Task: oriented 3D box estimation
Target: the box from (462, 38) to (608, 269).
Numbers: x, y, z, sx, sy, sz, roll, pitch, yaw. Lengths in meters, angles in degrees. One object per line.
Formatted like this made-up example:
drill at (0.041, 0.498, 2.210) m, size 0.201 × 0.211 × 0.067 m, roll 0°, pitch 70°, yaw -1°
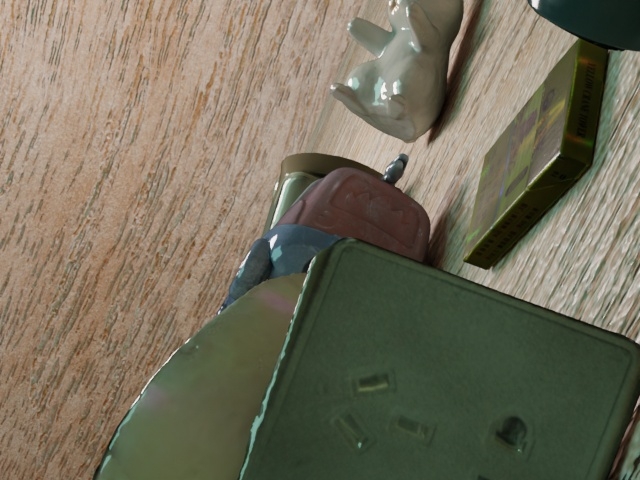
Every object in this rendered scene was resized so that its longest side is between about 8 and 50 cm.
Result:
box at (0.179, -0.068, 1.003) m, size 0.193 × 0.030 × 0.121 m, roll 121°, pitch 167°, yaw -59°

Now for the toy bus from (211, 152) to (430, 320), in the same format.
toy bus at (0.013, 0.045, 1.333) m, size 0.231 × 0.197 × 0.294 m, roll -63°, pitch 2°, yaw -33°

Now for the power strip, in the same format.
power strip at (0.069, 0.122, 0.720) m, size 0.198 × 0.213 × 0.064 m, roll -69°, pitch -20°, yaw -2°

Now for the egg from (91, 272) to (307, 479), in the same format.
egg at (0.002, 0.199, 0.861) m, size 0.337 × 0.201 × 0.337 m, roll -43°, pitch -33°, yaw -36°

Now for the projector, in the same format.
projector at (0.000, 0.000, 1.613) m, size 0.177 × 0.163 × 0.242 m, roll -108°, pitch 34°, yaw -77°

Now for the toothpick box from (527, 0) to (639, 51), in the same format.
toothpick box at (0.216, -0.225, 0.809) m, size 0.120 × 0.120 × 0.184 m, roll -85°, pitch 14°, yaw -64°

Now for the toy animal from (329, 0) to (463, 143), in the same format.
toy animal at (0.120, -0.274, 1.535) m, size 0.140 × 0.138 × 0.282 m, roll 8°, pitch 80°, yaw 50°
